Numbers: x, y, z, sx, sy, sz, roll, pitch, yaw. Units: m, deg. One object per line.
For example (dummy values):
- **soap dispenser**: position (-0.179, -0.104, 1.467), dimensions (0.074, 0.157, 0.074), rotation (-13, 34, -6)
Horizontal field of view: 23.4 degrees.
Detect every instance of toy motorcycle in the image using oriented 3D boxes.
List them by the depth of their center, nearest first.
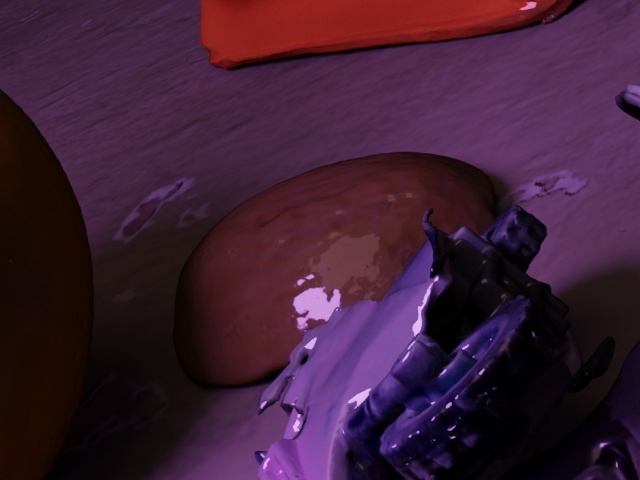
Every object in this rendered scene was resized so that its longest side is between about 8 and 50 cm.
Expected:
- **toy motorcycle**: position (0.023, 0.082, 0.635), dimensions (0.204, 0.108, 0.239), rotation (-53, -14, 14)

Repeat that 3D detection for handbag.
- **handbag**: position (0.083, -0.270, 1.194), dimensions (0.410, 0.116, 0.303), rotation (-1, 40, 47)

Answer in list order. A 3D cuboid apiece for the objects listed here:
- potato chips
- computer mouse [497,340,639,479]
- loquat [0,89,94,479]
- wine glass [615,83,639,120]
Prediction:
- **potato chips**: position (-0.001, -0.001, 0.868), dimensions (0.195, 0.062, 0.208), rotation (-42, 25, -25)
- **computer mouse**: position (0.129, 0.101, 0.493), dimensions (0.233, 0.096, 0.137), rotation (-41, 22, 11)
- **loquat**: position (-0.290, 0.056, 0.839), dimensions (0.328, 0.328, 0.359), rotation (-62, -5, -47)
- **wine glass**: position (0.235, -0.130, 0.666), dimensions (0.232, 0.156, 0.156), rotation (-60, 25, 7)
